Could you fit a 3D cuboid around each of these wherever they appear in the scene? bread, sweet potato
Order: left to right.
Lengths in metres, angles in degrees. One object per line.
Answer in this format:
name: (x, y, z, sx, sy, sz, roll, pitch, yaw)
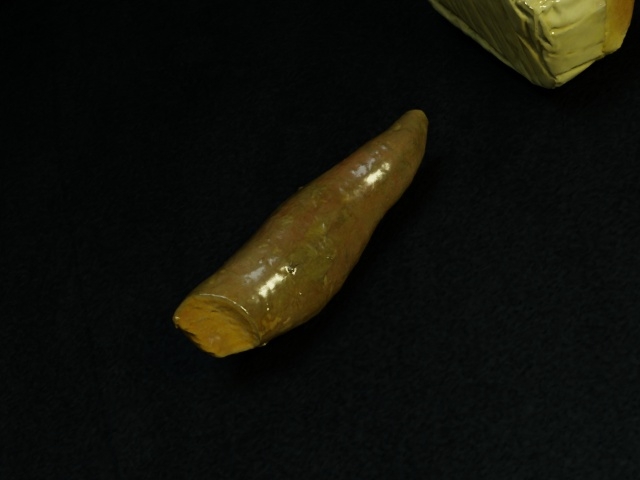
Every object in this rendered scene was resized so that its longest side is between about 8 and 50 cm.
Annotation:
sweet potato: (0.000, 0.000, 1.317, 0.244, 0.077, 0.077, -41, 36, -25)
bread: (0.144, -0.208, 1.382, 0.106, 0.140, 0.236, -34, 39, -7)
